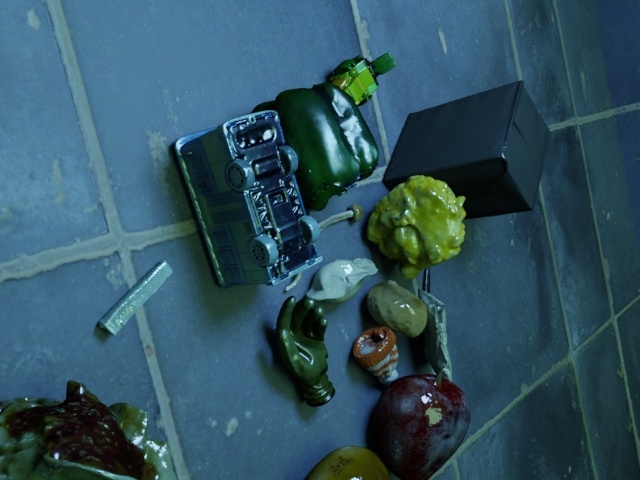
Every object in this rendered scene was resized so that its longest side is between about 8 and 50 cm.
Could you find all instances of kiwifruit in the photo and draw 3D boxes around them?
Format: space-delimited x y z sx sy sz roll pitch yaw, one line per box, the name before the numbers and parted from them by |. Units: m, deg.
kiwifruit | 0.054 0.544 1.399 0.234 0.196 0.196 -48 118 -35

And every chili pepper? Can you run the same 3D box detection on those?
chili pepper | -0.019 -0.195 1.398 0.248 0.233 0.257 -36 102 -58

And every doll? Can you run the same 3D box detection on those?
doll | 0.076 -0.365 1.564 0.186 0.134 0.106 -48 120 -30

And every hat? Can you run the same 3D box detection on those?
hat | 0.148 0.289 1.594 0.112 0.093 0.162 -41 122 -15

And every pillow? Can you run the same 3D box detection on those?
pillow | 0.289 0.244 1.681 0.050 0.148 0.230 -11 108 -3

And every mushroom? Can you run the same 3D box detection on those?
mushroom | 0.001 -0.001 1.520 0.068 0.043 0.306 47 53 0

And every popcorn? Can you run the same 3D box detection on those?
popcorn | 0.238 -0.034 1.635 0.192 0.233 0.266 -50 161 -64

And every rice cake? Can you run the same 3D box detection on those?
rice cake | -0.326 0.100 1.184 0.171 0.029 0.033 -52 124 -36

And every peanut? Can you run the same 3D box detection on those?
peanut | 0.185 0.168 1.603 0.140 0.159 0.109 -1 126 -60

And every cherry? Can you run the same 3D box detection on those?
cherry | 0.235 0.439 1.579 0.230 0.203 0.300 11 93 -49

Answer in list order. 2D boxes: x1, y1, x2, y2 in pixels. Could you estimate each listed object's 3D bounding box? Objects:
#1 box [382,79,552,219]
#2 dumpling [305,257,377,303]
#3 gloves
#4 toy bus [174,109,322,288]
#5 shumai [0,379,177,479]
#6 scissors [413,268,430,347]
box | 0.382 -0.214 1.706 0.204 0.345 0.251 43 56 -34
dumpling | 0.057 0.091 1.491 0.169 0.134 0.100 -2 87 -42
gloves | -0.034 0.231 1.407 0.135 0.107 0.268 -38 129 -46
toy bus | -0.136 -0.075 1.279 0.152 0.190 0.312 -26 104 -42
shumai | -0.375 0.350 0.922 0.330 0.288 0.292 4 83 -46
scissors | 0.284 0.181 1.790 0.088 0.017 0.220 15 74 -42
